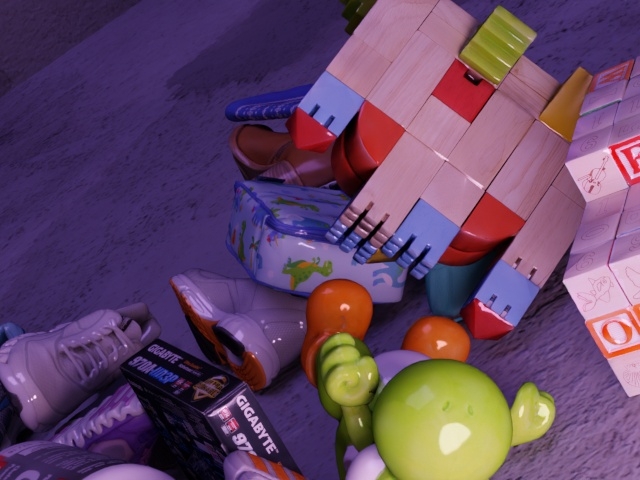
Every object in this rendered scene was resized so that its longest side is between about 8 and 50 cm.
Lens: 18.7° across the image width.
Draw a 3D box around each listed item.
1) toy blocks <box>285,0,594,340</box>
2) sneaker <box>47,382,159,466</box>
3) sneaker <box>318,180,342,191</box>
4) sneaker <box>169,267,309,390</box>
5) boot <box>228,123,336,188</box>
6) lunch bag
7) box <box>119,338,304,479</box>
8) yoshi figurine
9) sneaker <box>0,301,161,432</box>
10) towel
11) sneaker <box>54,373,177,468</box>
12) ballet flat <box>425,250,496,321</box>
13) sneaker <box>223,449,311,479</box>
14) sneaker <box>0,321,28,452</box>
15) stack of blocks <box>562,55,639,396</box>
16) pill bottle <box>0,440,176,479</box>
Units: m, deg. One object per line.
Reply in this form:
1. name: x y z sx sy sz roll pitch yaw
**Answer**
1. toy blocks: 0.113 -0.072 1.882 0.261 0.381 0.191 -53 2 -23
2. sneaker: -0.201 0.213 1.938 0.236 0.104 0.095 -37 3 36
3. sneaker: 0.076 -0.058 2.236 0.208 0.081 0.094 -19 17 16
4. sneaker: -0.073 0.079 2.126 0.121 0.099 0.262 -30 27 -15
5. boot: 0.003 -0.118 2.424 0.220 0.109 0.283 -26 15 4
6. lunch bag: 0.000 0.000 2.086 0.176 0.090 0.219 9 12 -17
7. box: -0.087 0.189 1.761 0.051 0.175 0.220 -36 20 -17
8. yoshi figurine: 0.085 0.136 1.621 0.203 0.203 0.362 -24 24 4
9. sneaker: -0.266 0.128 2.151 0.118 0.110 0.292 -27 4 17
10. towel: 0.052 -0.191 2.462 0.243 0.040 0.336 -14 8 -29
11. sneaker: -0.183 0.175 2.058 0.222 0.083 0.118 -11 29 46
12. ballet flat: 0.151 -0.017 2.005 0.083 0.087 0.247 -17 26 34
13. sneaker: -0.048 0.289 1.505 0.180 0.124 0.321 -65 8 3
14. sneaker: -0.408 0.205 2.255 0.110 0.122 0.283 -19 25 34
15. stack of blocks: 0.293 -0.025 1.705 0.087 0.171 0.297 -21 24 29
16. pill bottle: -0.203 0.274 1.754 0.161 0.161 0.283 -43 22 -25
